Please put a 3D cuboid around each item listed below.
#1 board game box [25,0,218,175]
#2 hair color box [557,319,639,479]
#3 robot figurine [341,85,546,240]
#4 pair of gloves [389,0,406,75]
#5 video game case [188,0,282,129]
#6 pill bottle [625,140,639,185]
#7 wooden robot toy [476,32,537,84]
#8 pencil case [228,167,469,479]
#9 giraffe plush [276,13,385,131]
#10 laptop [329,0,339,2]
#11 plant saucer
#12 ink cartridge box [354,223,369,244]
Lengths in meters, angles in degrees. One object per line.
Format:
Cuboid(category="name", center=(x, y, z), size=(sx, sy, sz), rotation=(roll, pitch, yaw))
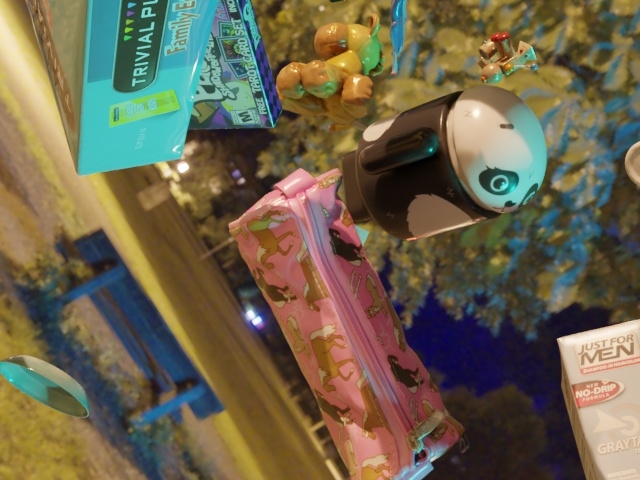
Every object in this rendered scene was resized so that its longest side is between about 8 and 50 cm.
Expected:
Cuboid(category="board game box", center=(-0.132, -0.229, 0.596), size=(0.336, 0.079, 0.253), rotation=(120, -46, -61))
Cuboid(category="hair color box", center=(0.387, 0.306, 1.238), size=(0.185, 0.114, 0.374), rotation=(63, 14, -60))
Cuboid(category="robot figurine", center=(0.158, -0.094, 1.344), size=(0.278, 0.209, 0.173), rotation=(-17, -69, 38))
Cuboid(category="pair of gloves", center=(0.136, -0.384, 1.817), size=(0.198, 0.023, 0.159), rotation=(-73, 166, -58))
Cuboid(category="video game case", center=(-0.165, -0.214, 1.050), size=(0.041, 0.210, 0.232), rotation=(-71, 155, -43))
Cuboid(category="pill bottle", center=(0.628, -0.153, 1.860), size=(0.087, 0.160, 0.087), rotation=(22, -60, 43))
Cuboid(category="wooden robot toy", center=(0.296, -0.303, 1.754), size=(0.076, 0.079, 0.173), rotation=(53, -9, -18))
Cuboid(category="pencil case", center=(0.030, 0.107, 1.230), size=(0.160, 0.167, 0.386), rotation=(-24, 87, -55))
Cuboid(category="giraffe plush", center=(0.040, -0.286, 1.690), size=(0.210, 0.170, 0.181), rotation=(24, -15, -38))
Cuboid(category="laptop", center=(0.061, -0.342, 0.960), size=(0.264, 0.234, 0.136), rotation=(-130, -149, -53))
Cuboid(category="plant saucer", center=(-0.313, 0.163, 1.181), size=(0.119, 0.021, 0.119), rotation=(21, -29, 12))
Cuboid(category="ink cartridge box", center=(0.000, 0.000, 1.760), size=(0.135, 0.099, 0.056), rotation=(25, -6, -24))
